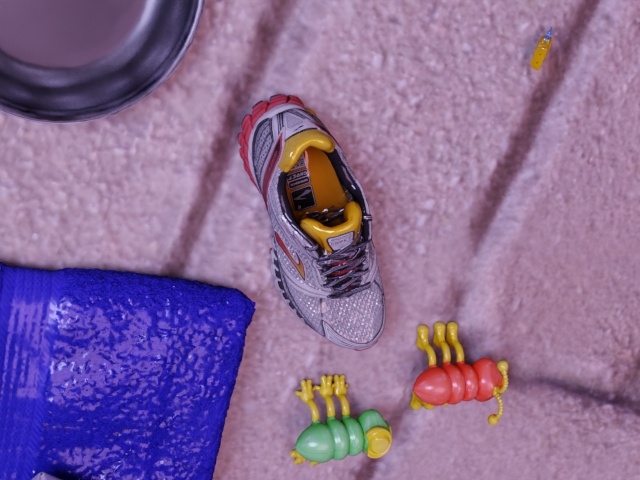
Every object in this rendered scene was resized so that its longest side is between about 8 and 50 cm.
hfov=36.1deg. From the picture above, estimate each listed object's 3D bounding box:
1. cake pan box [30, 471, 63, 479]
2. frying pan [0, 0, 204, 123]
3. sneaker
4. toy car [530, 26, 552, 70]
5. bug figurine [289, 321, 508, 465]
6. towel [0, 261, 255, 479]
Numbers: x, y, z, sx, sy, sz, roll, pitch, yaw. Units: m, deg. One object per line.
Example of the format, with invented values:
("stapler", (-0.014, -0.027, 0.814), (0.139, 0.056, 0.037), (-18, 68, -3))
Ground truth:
("cake pan box", (-0.208, 0.323, 0.792), (0.267, 0.070, 0.245), (-43, 124, 18))
("frying pan", (-0.127, -0.220, 0.663), (0.326, 0.053, 0.197), (-42, 120, -4))
("sneaker", (0.000, 0.000, 0.778), (0.088, 0.093, 0.225), (-28, 119, -10))
("toy car", (0.164, -0.205, 0.807), (0.040, 0.060, 0.122), (-59, 153, -42))
("bug figurine", (0.076, 0.222, 0.910), (0.216, 0.072, 0.279), (-7, 113, -19))
("towel", (-0.214, 0.129, 0.752), (0.308, 0.076, 0.228), (7, 108, -24))
